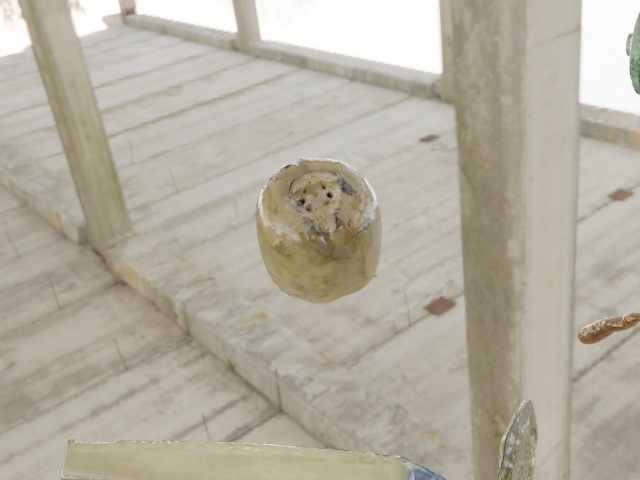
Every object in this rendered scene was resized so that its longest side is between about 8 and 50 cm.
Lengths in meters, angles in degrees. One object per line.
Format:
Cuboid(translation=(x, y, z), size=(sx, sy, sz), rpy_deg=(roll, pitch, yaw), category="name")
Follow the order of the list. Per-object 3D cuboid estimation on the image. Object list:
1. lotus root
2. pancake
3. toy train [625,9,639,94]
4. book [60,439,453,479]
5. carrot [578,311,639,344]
Cuboid(translation=(0.000, 0.000, 0.997), size=(0.160, 0.284, 0.146), rpy_deg=(2, -113, 2), category="lotus root")
Cuboid(translation=(0.328, 0.381, 1.267), size=(0.029, 0.212, 0.235), rpy_deg=(5, -108, 31), category="pancake")
Cuboid(translation=(0.346, -0.237, 0.599), size=(0.150, 0.304, 0.221), rpy_deg=(16, -141, 39), category="toy train")
Cuboid(translation=(0.052, 0.234, 0.595), size=(0.300, 0.428, 0.039), rpy_deg=(-9, -123, 38), category="book")
Cuboid(translation=(0.504, 0.149, 1.330), size=(0.035, 0.165, 0.036), rpy_deg=(7, -114, -16), category="carrot")
